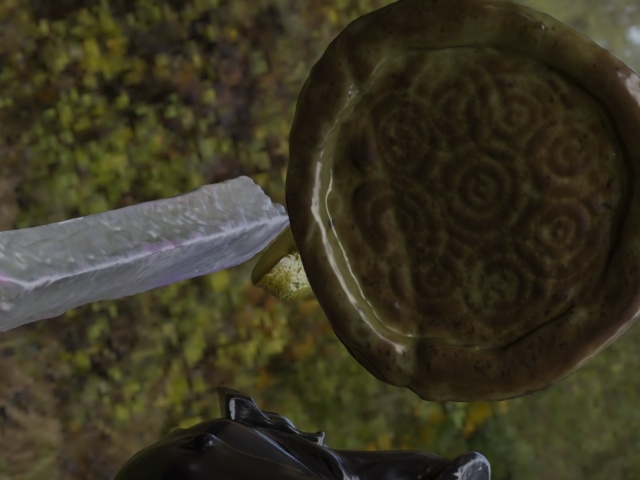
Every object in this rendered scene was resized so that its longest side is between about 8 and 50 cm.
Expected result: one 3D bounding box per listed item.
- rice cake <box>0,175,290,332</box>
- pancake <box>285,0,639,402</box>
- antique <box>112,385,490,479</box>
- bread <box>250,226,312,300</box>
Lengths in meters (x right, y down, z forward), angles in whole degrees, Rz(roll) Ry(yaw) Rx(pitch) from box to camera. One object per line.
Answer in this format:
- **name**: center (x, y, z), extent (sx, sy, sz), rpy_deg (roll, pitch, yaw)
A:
- **rice cake**: center (-0.148, 0.005, 1.336), extent (0.064, 0.070, 0.399), rpy_deg (49, 26, 13)
- **pancake**: center (0.092, -0.025, 1.012), extent (0.031, 0.250, 0.250), rpy_deg (-34, 111, -68)
- **antique**: center (-0.033, 0.225, 1.350), extent (0.322, 0.255, 0.185), rpy_deg (-4, 100, -52)
- **bread**: center (0.000, 0.000, 1.821), extent (0.065, 0.149, 0.187), rpy_deg (45, 16, -5)
